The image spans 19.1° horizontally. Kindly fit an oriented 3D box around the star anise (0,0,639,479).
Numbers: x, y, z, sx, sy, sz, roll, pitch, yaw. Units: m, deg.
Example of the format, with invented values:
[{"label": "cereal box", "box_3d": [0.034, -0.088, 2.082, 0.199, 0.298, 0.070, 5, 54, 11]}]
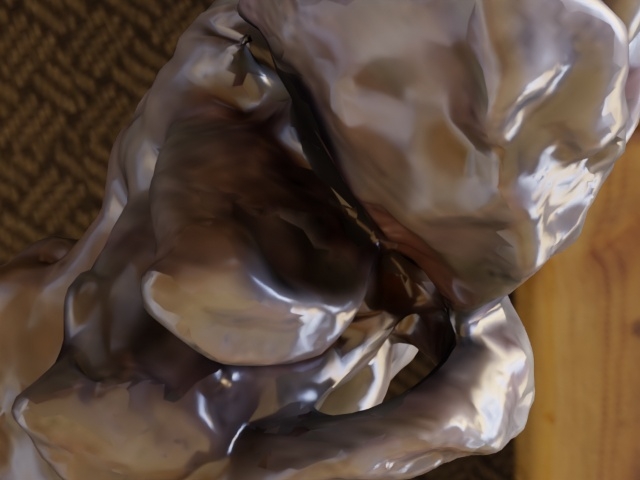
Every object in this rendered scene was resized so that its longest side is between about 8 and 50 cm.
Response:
[{"label": "star anise", "box_3d": [0.000, 0.000, 0.548, 0.316, 0.359, 0.139, -44, 93, -20]}]
